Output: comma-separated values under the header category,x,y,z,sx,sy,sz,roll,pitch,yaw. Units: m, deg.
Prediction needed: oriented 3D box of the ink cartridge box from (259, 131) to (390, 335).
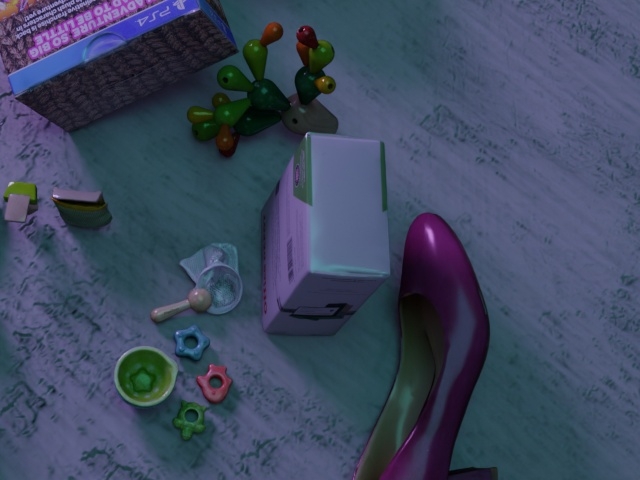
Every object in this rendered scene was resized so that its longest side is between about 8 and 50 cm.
category,x,y,z,sx,sy,sz,roll,pitch,yaw
ink cartridge box,0.000,0.000,1.459,0.093,0.219,0.160,4,69,-14

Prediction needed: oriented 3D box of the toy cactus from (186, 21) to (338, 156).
category,x,y,z,sx,sy,sz,roll,pitch,yaw
toy cactus,-0.045,-0.158,1.548,0.180,0.219,0.112,23,37,-44

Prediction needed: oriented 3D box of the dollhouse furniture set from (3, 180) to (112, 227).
category,x,y,z,sx,sy,sz,roll,pitch,yaw
dollhouse furniture set,-0.312,-0.022,1.479,0.152,0.076,0.058,5,65,1

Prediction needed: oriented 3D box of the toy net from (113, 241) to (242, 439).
category,x,y,z,sx,sy,sz,roll,pitch,yaw
toy net,-0.136,0.100,1.484,0.122,0.045,0.232,27,66,0

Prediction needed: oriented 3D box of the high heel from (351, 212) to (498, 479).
category,x,y,z,sx,sy,sz,roll,pitch,yaw
high heel,0.091,0.151,1.462,0.181,0.127,0.377,-1,72,-24

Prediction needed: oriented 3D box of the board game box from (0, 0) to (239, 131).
category,x,y,z,sx,sy,sz,roll,pitch,yaw
board game box,-0.262,-0.314,1.518,0.232,0.141,0.291,-23,74,9
